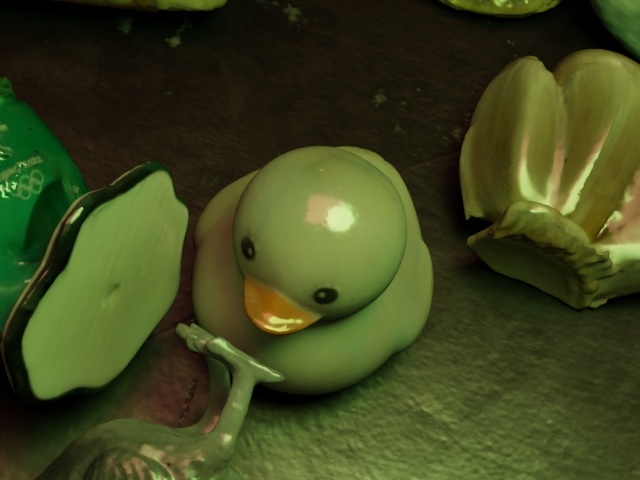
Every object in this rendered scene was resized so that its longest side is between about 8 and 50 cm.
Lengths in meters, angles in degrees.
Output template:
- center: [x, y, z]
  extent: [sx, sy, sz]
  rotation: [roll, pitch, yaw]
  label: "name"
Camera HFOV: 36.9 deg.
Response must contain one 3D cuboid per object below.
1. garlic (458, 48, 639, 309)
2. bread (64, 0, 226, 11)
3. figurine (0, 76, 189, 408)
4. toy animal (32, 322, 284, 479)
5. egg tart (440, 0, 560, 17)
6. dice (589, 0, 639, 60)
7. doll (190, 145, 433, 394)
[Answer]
- center: [0.282, -0.073, 0.950]
  extent: [0.279, 0.132, 0.325]
  rotation: [30, 58, 1]
  label: "garlic"
- center: [-0.244, -0.445, 1.021]
  extent: [0.389, 0.279, 0.371]
  rotation: [1, 51, -11]
  label: "bread"
- center: [-0.295, -0.021, 0.738]
  extent: [0.340, 0.232, 0.323]
  rotation: [24, 34, 20]
  label: "figurine"
- center: [-0.087, 0.166, 0.692]
  extent: [0.366, 0.081, 0.206]
  rotation: [10, 85, -2]
  label: "toy animal"
- center: [0.208, -0.391, 1.191]
  extent: [0.278, 0.095, 0.279]
  rotation: [6, 55, -8]
  label: "egg tart"
- center: [0.516, -0.366, 1.076]
  extent: [0.348, 0.330, 0.328]
  rotation: [43, 53, 14]
  label: "dice"
- center: [0.000, 0.000, 0.775]
  extent: [0.221, 0.221, 0.251]
  rotation: [27, 44, 9]
  label: "doll"
